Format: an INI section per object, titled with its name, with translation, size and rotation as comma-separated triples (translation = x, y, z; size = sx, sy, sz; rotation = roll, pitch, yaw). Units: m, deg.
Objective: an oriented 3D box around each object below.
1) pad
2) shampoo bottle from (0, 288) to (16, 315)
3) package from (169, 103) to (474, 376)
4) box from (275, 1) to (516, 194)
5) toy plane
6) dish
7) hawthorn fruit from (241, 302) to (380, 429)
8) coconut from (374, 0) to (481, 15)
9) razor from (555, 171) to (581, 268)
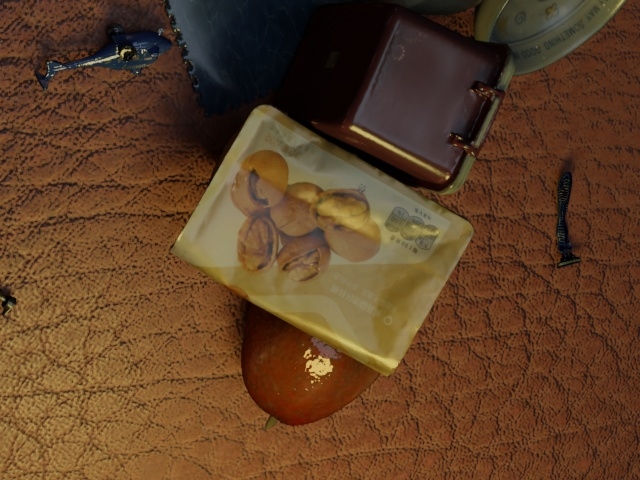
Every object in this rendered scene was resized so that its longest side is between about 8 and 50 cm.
[pad]
translation = -0.070, -0.319, 1.385
size = 0.269, 0.012, 0.269
rotation = -27, 116, -16
[shampoo bottle]
translation = -0.425, 0.040, 1.324
size = 0.137, 0.027, 0.048
rotation = 42, 78, -30
[package]
translation = 0.000, -0.008, 1.374
size = 0.311, 0.165, 0.221
rotation = 29, 94, -7
[box]
translation = 0.078, -0.185, 1.336
size = 0.168, 0.294, 0.193
rotation = 25, 91, -25
[toy plane]
translation = -0.254, -0.215, 1.313
size = 0.167, 0.054, 0.062
rotation = -16, 139, -21
[dish]
translation = 0.297, -0.362, 1.478
size = 0.273, 0.134, 0.273
rotation = -29, 155, -15
[hawthorn fruit]
translation = -0.023, 0.163, 1.479
size = 0.199, 0.199, 0.251
rotation = 14, 115, -29
[coconut]
translation = 0.133, -0.382, 1.341
size = 0.241, 0.241, 0.241
rotation = -8, 110, -23
[razor]
translation = 0.372, -0.034, 1.683
size = 0.044, 0.028, 0.154
rotation = -15, 114, -21
